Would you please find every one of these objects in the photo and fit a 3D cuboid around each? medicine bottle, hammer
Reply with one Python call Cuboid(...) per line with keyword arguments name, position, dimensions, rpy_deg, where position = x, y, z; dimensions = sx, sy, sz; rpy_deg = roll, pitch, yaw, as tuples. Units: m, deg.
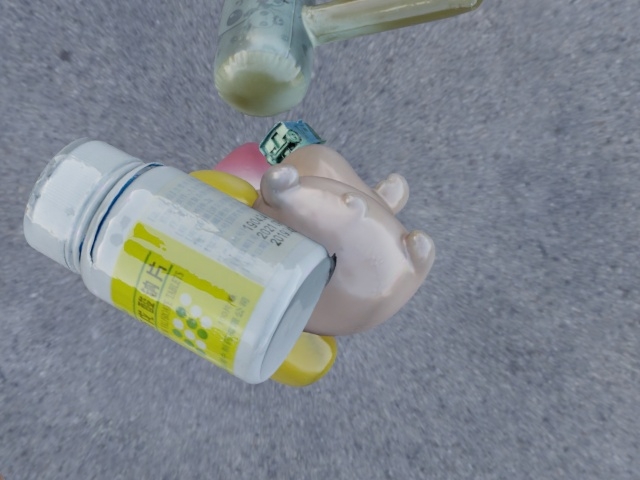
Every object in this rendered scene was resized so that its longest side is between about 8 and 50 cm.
Cuboid(name="medicine bottle", position=(-0.131, 0.012, 0.793), dimensions=(0.258, 0.143, 0.143), rpy_deg=(29, 91, 13))
Cuboid(name="hammer", position=(0.033, -0.246, 0.959), dimensions=(0.305, 0.113, 0.202), rpy_deg=(-9, 54, 14))

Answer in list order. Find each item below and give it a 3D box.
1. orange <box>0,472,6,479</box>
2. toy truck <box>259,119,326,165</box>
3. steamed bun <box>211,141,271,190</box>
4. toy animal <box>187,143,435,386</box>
Cuboid(name="orange", position=(-0.432, 0.315, 0.805), dimensions=(0.312, 0.312, 0.312), rpy_deg=(0, 93, -3))
Cuboid(name="toy truck", position=(-0.008, -0.095, 1.251), dimensions=(0.067, 0.081, 0.175), rpy_deg=(-45, 74, 36))
Cuboid(name="steamed bun", position=(-0.117, -0.043, 1.628), dimensions=(0.309, 0.309, 0.309), rpy_deg=(0, 93, -3))
Cuboid(name="toy animal", position=(-0.014, -0.017, 1.017), dimensions=(0.277, 0.345, 0.247), rpy_deg=(45, 52, 3))
